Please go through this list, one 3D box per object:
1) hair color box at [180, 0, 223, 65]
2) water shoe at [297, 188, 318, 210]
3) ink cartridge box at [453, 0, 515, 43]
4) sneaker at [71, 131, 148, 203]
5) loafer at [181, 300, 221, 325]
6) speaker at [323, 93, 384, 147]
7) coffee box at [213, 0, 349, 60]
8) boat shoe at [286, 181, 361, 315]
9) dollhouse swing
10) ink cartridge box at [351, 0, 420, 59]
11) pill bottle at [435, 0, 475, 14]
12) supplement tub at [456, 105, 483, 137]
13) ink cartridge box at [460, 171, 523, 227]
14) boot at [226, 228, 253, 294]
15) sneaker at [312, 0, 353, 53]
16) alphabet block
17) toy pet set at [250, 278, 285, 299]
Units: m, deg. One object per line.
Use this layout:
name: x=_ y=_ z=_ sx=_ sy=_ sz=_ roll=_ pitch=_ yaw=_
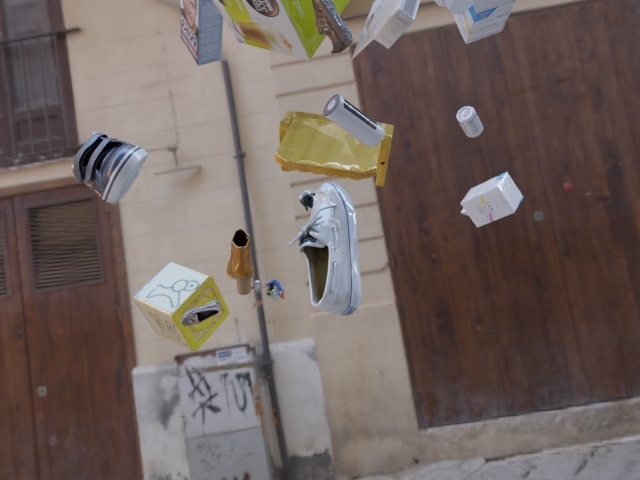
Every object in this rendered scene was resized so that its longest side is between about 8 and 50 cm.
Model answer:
hair color box: x=-0.482 y=-0.920 z=2.255 sx=0.113 sy=0.185 sz=0.374 roll=-23 pitch=-22 yaw=-24
water shoe: x=-0.005 y=-0.148 z=2.104 sx=0.203 sy=0.080 sz=0.073 roll=-10 pitch=-21 yaw=-48
ink cartridge box: x=0.675 y=-0.972 z=2.325 sx=0.171 sy=0.168 sz=0.233 roll=-19 pitch=-10 yaw=0
sneaker: x=-0.444 y=-0.153 z=1.153 sx=0.127 sy=0.126 sz=0.321 roll=36 pitch=-13 yaw=-18
loafer: x=-0.343 y=0.213 z=1.597 sx=0.125 sy=0.045 sz=0.039 roll=-26 pitch=31 yaw=2
speaker: x=0.074 y=-0.256 z=1.206 sx=0.136 sy=0.055 sz=0.055 roll=30 pitch=-28 yaw=-29
coffee box: x=-0.129 y=-0.848 z=1.791 sx=0.334 sy=0.338 sz=0.338 roll=25 pitch=-13 yaw=29
boat shoe: x=-0.005 y=0.005 z=1.387 sx=0.156 sy=0.367 sz=0.136 roll=13 pitch=-30 yaw=-32
dollhouse swing: x=0.033 y=-0.225 z=1.749 sx=0.346 sy=0.305 sz=0.315 roll=9 pitch=-36 yaw=5
ink cartridge box: x=0.226 y=-0.728 z=1.772 sx=0.066 sy=0.296 sz=0.261 roll=28 pitch=-29 yaw=-17
pill bottle: x=0.471 y=-0.983 z=2.104 sx=0.152 sy=0.272 sz=0.152 roll=-20 pitch=-26 yaw=-10
supplement tub: x=0.556 y=-0.442 z=2.076 sx=0.071 sy=0.071 sz=0.107 roll=-13 pitch=-32 yaw=28
ink cartridge box: x=0.474 y=-0.110 z=1.567 sx=0.143 sy=0.090 sz=0.092 roll=-27 pitch=13 yaw=48
boot: x=-0.299 y=0.053 z=2.095 sx=0.104 sy=0.211 sz=0.295 roll=-4 pitch=20 yaw=-14
sneaker: x=0.009 y=-0.576 z=1.451 sx=0.071 sy=0.188 sz=0.066 roll=-32 pitch=-3 yaw=36
alphabet block: x=-0.451 y=0.214 z=1.829 sx=0.197 sy=0.193 sz=0.192 roll=17 pitch=52 yaw=34
toy pet set: x=-0.167 y=0.164 z=1.964 sx=0.122 sy=0.065 sz=0.114 roll=12 pitch=-16 yaw=22
